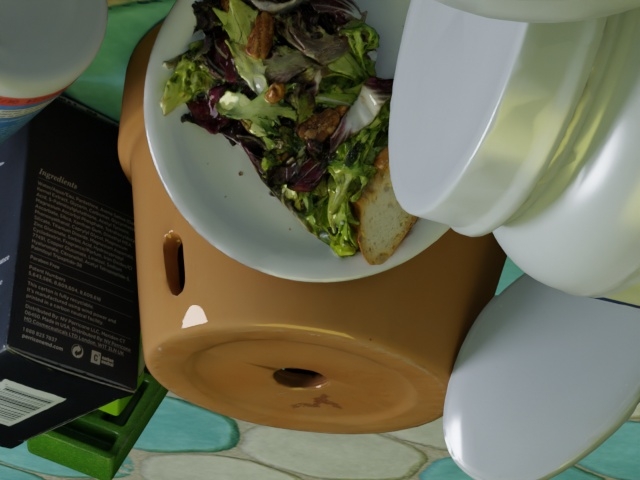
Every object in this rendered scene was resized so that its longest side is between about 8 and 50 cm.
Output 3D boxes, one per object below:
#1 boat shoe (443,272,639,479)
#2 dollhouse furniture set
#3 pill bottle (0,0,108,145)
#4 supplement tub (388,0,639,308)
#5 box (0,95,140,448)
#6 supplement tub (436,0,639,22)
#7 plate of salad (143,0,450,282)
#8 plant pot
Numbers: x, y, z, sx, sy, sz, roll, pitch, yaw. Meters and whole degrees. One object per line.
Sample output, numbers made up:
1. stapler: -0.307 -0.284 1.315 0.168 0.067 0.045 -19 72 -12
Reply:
1. boat shoe: 0.188 0.027 0.904 0.108 0.301 0.102 30 175 28
2. dollhouse furniture set: -0.286 0.059 1.330 0.302 0.151 0.197 20 137 8
3. pill bottle: -0.229 -0.107 0.889 0.124 0.124 0.221 21 152 -27
4. supplement tub: 0.217 -0.071 0.707 0.325 0.235 0.235 13 155 -12
5. box: -0.210 0.022 1.046 0.108 0.207 0.153 25 143 -38
6. supplement tub: 0.053 -0.217 0.426 0.228 0.228 0.316 0 163 15
7. plate of salad: 0.000 -0.076 0.817 0.200 0.199 0.048 6 -177 3
8. plant pot: 0.000 0.000 0.966 0.291 0.203 0.291 6 155 3
